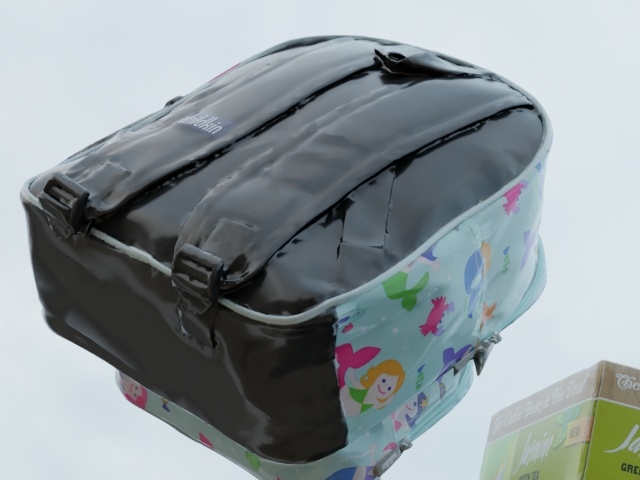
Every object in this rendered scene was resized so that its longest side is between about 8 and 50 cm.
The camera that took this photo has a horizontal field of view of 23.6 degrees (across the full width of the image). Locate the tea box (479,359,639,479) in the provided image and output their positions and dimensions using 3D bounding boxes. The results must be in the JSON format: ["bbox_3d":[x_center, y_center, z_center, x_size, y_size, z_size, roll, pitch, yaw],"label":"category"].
[{"bbox_3d":[0.273,0.312,1.410,0.220,0.323,0.329,16,-18,-7],"label":"tea box"}]

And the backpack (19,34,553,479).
[{"bbox_3d":[0.000,0.000,0.819,0.225,0.253,0.191,24,-41,35],"label":"backpack"}]

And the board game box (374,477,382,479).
[{"bbox_3d":[0.020,0.292,1.820,0.318,0.066,0.318,65,-10,-25],"label":"board game box"}]
